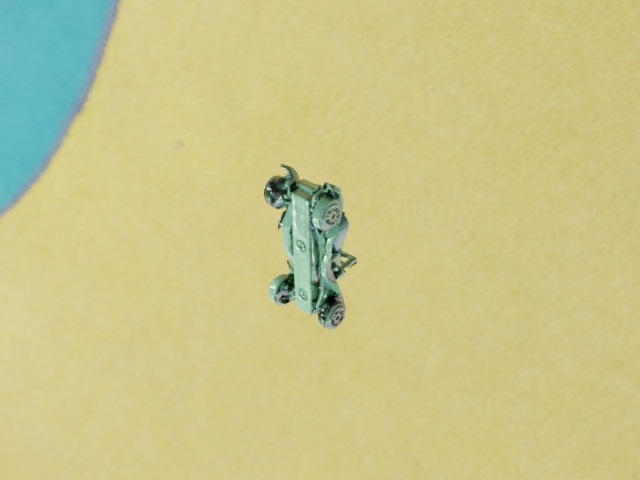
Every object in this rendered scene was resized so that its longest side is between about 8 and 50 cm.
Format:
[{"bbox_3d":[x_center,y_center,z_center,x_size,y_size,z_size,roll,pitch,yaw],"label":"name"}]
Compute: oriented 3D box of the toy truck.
[{"bbox_3d":[0.000,0.001,1.225,0.080,0.078,0.154,25,131,37],"label":"toy truck"}]
